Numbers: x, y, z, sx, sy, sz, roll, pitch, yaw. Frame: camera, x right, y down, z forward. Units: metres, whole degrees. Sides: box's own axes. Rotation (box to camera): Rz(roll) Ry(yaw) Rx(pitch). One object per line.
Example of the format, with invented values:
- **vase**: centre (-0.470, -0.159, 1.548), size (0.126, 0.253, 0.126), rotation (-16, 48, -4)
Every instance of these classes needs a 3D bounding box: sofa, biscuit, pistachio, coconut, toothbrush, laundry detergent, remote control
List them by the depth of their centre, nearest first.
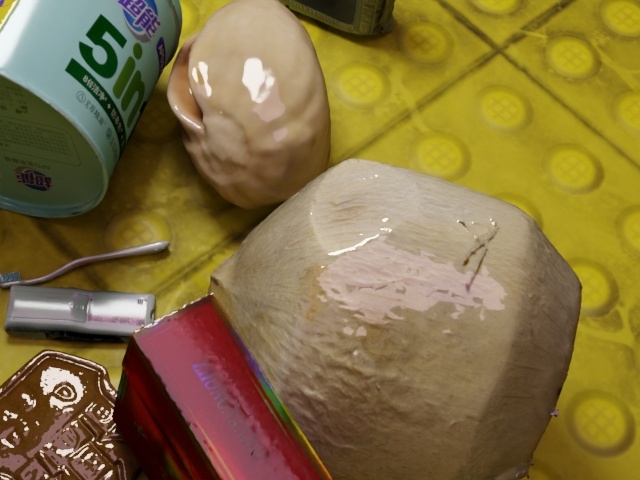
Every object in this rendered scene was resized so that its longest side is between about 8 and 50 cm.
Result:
- **coconut**: centre (0.062, 0.095, 1.092), size (0.360, 0.346, 0.346), rotation (18, 59, 4)
- **biscuit**: centre (-0.270, 0.223, 1.148), size (0.215, 0.034, 0.182), rotation (39, 62, 15)
- **remote control**: centre (-0.276, 0.085, 1.233), size (0.166, 0.029, 0.065), rotation (4, 58, -6)
- **laundry detergent**: centre (-0.329, -0.231, 1.265), size (0.287, 0.287, 0.305), rotation (17, 59, 3)
- **toothbrush**: centre (-0.279, 0.029, 1.275), size (0.204, 0.017, 0.022), rotation (-13, 81, -14)
- **pistachio**: centre (-0.079, -0.184, 1.333), size (0.214, 0.193, 0.318), rotation (25, 45, -28)
- **sofa**: centre (0.025, -0.425, 1.480), size (0.225, 0.210, 0.176), rotation (23, 57, 10)

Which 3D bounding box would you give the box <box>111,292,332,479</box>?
- **box**: centre (-0.107, 0.194, 1.006), size (0.089, 0.313, 0.197), rotation (-28, 77, -23)
